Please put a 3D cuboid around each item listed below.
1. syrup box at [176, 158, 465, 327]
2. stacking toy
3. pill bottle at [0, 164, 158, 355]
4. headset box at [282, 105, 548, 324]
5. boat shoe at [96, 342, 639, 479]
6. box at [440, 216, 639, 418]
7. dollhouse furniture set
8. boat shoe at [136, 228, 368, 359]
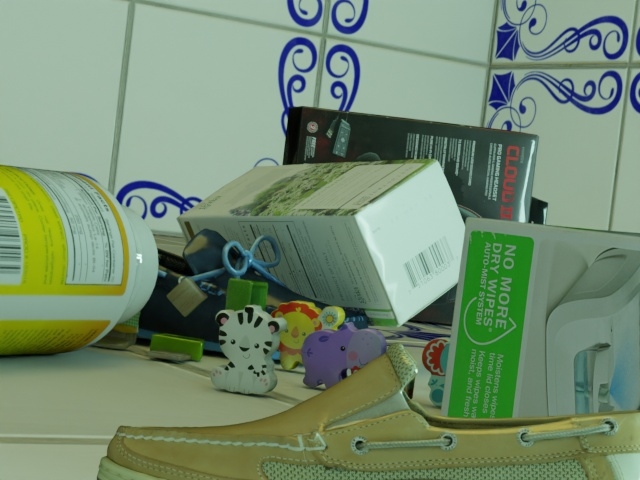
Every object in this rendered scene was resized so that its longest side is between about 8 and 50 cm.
[{"bbox_3d":[0.000,0.000,1.238,0.093,0.096,0.237,-34,20,-33],"label":"syrup box"},{"bbox_3d":[0.054,0.074,0.982,0.221,0.052,0.167,8,2,14],"label":"stacking toy"},{"bbox_3d":[-0.193,0.012,0.967,0.117,0.117,0.215,8,1,29],"label":"pill bottle"},{"bbox_3d":[0.102,-0.023,1.725,0.293,0.218,0.110,7,3,-10],"label":"headset box"},{"bbox_3d":[0.020,0.070,0.546,0.190,0.072,0.068,6,2,-3],"label":"boat shoe"},{"bbox_3d":[0.233,0.063,0.784,0.262,0.127,0.231,6,2,-45],"label":"box"},{"bbox_3d":[-0.115,0.040,1.062,0.151,0.076,0.058,8,1,10],"label":"dollhouse furniture set"},{"bbox_3d":[-0.090,0.032,1.149,0.258,0.089,0.109,10,0,4],"label":"boat shoe"}]
